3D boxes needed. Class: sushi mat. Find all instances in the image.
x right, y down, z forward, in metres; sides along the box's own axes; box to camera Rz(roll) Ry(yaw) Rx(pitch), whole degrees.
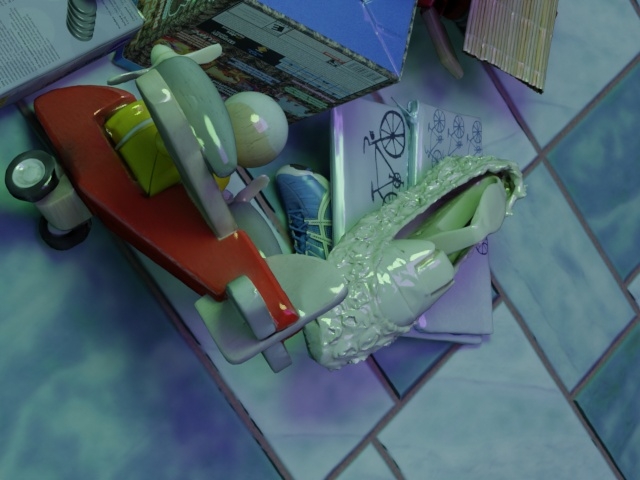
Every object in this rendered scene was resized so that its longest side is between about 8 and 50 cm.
[{"bbox_3d":[0.276,-0.372,1.916,0.151,0.019,0.317,20,73,-29],"label":"sushi mat"}]

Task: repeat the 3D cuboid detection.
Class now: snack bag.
[{"bbox_3d":[0.122,-0.030,1.840,0.342,0.037,0.323,9,78,-50],"label":"snack bag"}]

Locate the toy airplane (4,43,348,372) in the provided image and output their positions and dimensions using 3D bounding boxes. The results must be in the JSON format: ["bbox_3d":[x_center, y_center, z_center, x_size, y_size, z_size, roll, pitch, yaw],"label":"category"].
[{"bbox_3d":[-0.117,-0.044,1.522,0.384,0.386,0.272,46,73,-20],"label":"toy airplane"}]

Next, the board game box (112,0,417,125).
[{"bbox_3d":[-0.066,-0.260,1.648,0.232,0.291,0.141,24,68,-30],"label":"board game box"}]

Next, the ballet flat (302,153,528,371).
[{"bbox_3d":[0.128,0.005,1.717,0.147,0.147,0.409,56,48,-14],"label":"ballet flat"}]

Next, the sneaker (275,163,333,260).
[{"bbox_3d":[0.000,0.000,1.779,0.081,0.080,0.211,-37,102,-36],"label":"sneaker"}]

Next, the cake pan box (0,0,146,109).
[{"bbox_3d":[-0.368,-0.292,1.560,0.245,0.070,0.267,-36,92,-35],"label":"cake pan box"}]

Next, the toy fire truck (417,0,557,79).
[{"bbox_3d":[0.219,-0.318,1.953,0.217,0.158,0.246,32,77,-27],"label":"toy fire truck"}]
